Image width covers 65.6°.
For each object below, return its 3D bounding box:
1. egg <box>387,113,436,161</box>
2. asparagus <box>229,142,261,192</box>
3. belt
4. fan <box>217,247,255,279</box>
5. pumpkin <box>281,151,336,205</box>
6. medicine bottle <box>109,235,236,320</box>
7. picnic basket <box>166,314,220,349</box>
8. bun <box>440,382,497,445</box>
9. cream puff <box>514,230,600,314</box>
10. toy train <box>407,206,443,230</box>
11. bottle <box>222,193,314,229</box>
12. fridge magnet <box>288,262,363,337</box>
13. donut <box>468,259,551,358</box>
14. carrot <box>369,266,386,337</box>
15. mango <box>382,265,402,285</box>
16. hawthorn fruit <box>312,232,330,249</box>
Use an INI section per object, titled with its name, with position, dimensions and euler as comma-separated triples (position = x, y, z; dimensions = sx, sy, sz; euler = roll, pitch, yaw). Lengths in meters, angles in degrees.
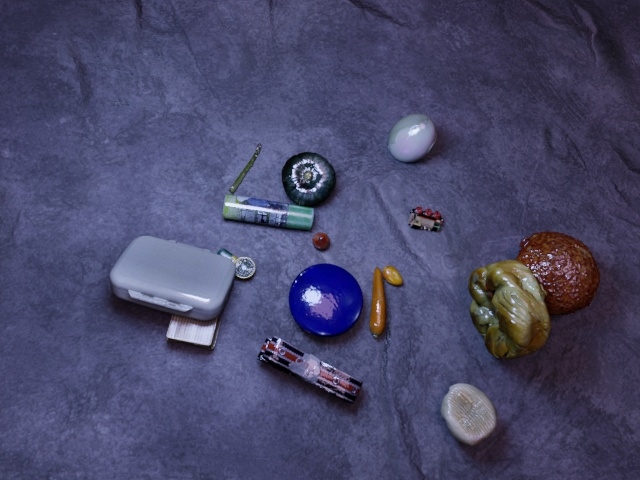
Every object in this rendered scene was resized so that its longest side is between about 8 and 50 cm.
[egg]
position = 0.372, -0.417, 1.993
dimensions = 0.183, 0.217, 0.182
euler = 4, 68, -11
[asparagus]
position = -0.288, -0.286, 1.942
dimensions = 0.024, 0.025, 0.248
euler = 7, 60, 40
[belt]
position = -0.032, 0.430, 1.655
dimensions = 0.360, 0.126, 0.094
euler = 25, 69, 0
[fan]
position = -0.304, 0.081, 1.789
dimensions = 0.155, 0.039, 0.082
euler = 35, 69, 7
[pumpkin]
position = -0.046, -0.235, 1.891
dimensions = 0.212, 0.152, 0.211
euler = 1, 70, -3
[medicine bottle]
position = -0.485, 0.123, 1.661
dimensions = 0.376, 0.122, 0.282
euler = 15, 42, 0
[picnic basket]
position = -0.426, 0.295, 1.666
dimensions = 0.164, 0.079, 0.115
euler = 12, 68, -4
[bun]
position = 0.491, 0.586, 1.680
dimensions = 0.179, 0.127, 0.193
euler = -34, 66, -19
[cream puff]
position = 0.895, 0.114, 1.870
dimensions = 0.351, 0.228, 0.350
euler = 3, 66, -8
[toy train]
position = 0.415, -0.080, 1.962
dimensions = 0.138, 0.050, 0.086
euler = 15, 72, -5
[bottle]
position = -0.192, -0.103, 1.849
dimensions = 0.330, 0.093, 0.093
euler = 9, 68, -6
[fridge magnet]
position = 0.019, 0.210, 1.752
dimensions = 0.266, 0.112, 0.265
euler = 3, 68, -9
[donut]
position = 0.638, 0.238, 1.709
dimensions = 0.170, 0.360, 0.360
euler = -11, 71, -10
[carrot]
position = 0.210, 0.218, 1.802
dimensions = 0.062, 0.066, 0.271
euler = -8, 68, 31
[mango]
position = 0.272, 0.133, 1.857
dimensions = 0.089, 0.046, 0.060
euler = 39, 68, 2
[hawthorn fruit]
position = 0.000, 0.000, 1.836
dimensions = 0.067, 0.103, 0.066
euler = -1, 84, 6
